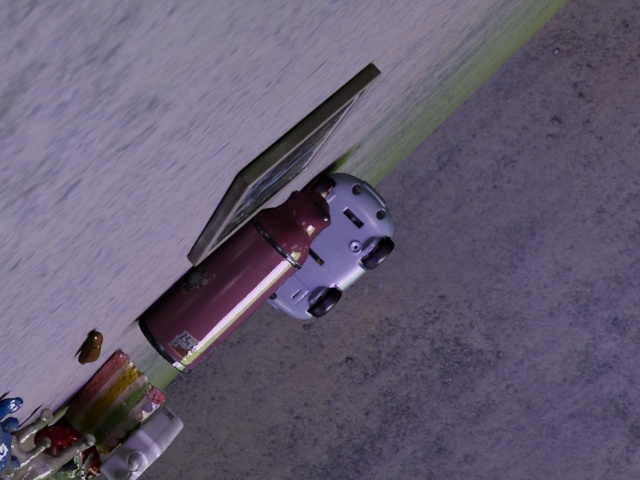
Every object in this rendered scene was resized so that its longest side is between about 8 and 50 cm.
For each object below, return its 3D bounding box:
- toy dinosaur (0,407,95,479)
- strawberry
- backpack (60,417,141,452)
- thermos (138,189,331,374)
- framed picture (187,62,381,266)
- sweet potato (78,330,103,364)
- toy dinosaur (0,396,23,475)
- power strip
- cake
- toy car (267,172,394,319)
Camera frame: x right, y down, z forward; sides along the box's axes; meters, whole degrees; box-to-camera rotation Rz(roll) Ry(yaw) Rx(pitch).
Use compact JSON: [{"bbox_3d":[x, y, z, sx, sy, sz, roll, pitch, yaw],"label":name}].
[{"bbox_3d":[-0.444,0.320,1.909,0.162,0.077,0.294,-39,164,10],"label":"toy dinosaur"},{"bbox_3d":[-0.422,0.341,2.139,0.140,0.085,0.192,1,-177,20],"label":"strawberry"},{"bbox_3d":[-0.399,0.336,2.372,0.165,0.106,0.120,-40,174,-32],"label":"backpack"},{"bbox_3d":[-0.114,0.048,1.985,0.330,0.109,0.136,-43,177,3],"label":"thermos"},{"bbox_3d":[-0.053,-0.089,1.696,0.240,0.020,0.324,-42,177,-26],"label":"framed picture"},{"bbox_3d":[-0.294,0.138,1.712,0.026,0.026,0.115,-41,174,-31],"label":"sweet potato"},{"bbox_3d":[-0.440,0.278,1.615,0.247,0.075,0.188,-37,167,-3],"label":"toy dinosaur"},{"bbox_3d":[-0.297,0.345,2.216,0.098,0.058,0.338,-44,180,2],"label":"power strip"},{"bbox_3d":[-0.340,0.270,2.164,0.090,0.109,0.225,-42,178,-34],"label":"cake"},{"bbox_3d":[0.000,0.000,2.347,0.270,0.180,0.212,-44,-173,7],"label":"toy car"}]
